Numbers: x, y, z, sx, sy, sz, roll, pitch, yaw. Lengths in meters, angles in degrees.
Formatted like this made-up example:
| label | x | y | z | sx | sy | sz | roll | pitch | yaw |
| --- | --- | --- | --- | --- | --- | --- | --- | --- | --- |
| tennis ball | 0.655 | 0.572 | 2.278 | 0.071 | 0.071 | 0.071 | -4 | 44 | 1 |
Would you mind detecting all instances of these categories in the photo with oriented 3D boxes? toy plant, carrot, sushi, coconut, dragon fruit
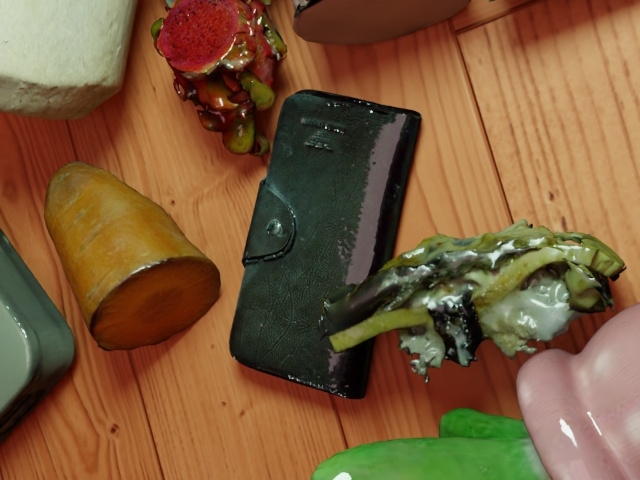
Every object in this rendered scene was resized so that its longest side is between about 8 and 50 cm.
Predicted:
| label | x | y | z | sx | sy | sz | roll | pitch | yaw |
| --- | --- | --- | --- | --- | --- | --- | --- | --- | --- |
| toy plant | 0.211 | 0.189 | 0.849 | 0.356 | 0.317 | 0.210 | -31 | 39 | 22 |
| carrot | -0.242 | 0.003 | 1.116 | 0.159 | 0.159 | 0.225 | -50 | 63 | 18 |
| sushi | 0.148 | 0.052 | 0.937 | 0.291 | 0.139 | 0.131 | -19 | 91 | 23 |
| coconut | -0.321 | -0.273 | 1.079 | 0.237 | 0.237 | 0.266 | 14 | 105 | 23 |
| dragon fruit | -0.100 | -0.185 | 1.044 | 0.133 | 0.150 | 0.207 | -2 | 116 | 36 |

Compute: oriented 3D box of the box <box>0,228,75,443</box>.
| label | x | y | z | sx | sy | sz | roll | pitch | yaw |
| --- | --- | --- | --- | --- | --- | --- | --- | --- | --- |
| box | -0.550 | 0.122 | 1.268 | 0.396 | 0.111 | 0.396 | -44 | 75 | 19 |

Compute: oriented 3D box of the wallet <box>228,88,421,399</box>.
| label | x | y | z | sx | sy | sz | roll | pitch | yaw |
| --- | --- | --- | --- | --- | --- | --- | --- | --- | --- |
| wallet | 0.000 | 0.000 | 1.050 | 0.172 | 0.045 | 0.318 | 15 | 97 | 21 |

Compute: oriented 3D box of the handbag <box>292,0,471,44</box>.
| label | x | y | z | sx | sy | sz | roll | pitch | yaw |
| --- | --- | --- | --- | --- | --- | --- | --- | --- | --- |
| handbag | 0.054 | -0.283 | 0.944 | 0.205 | 0.179 | 0.116 | -20 | 75 | 37 |

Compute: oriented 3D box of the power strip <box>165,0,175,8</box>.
| label | x | y | z | sx | sy | sz | roll | pitch | yaw |
| --- | --- | --- | --- | --- | --- | --- | --- | --- | --- |
| power strip | -0.162 | -0.322 | 1.117 | 0.080 | 0.029 | 0.227 | -38 | 78 | 21 |
